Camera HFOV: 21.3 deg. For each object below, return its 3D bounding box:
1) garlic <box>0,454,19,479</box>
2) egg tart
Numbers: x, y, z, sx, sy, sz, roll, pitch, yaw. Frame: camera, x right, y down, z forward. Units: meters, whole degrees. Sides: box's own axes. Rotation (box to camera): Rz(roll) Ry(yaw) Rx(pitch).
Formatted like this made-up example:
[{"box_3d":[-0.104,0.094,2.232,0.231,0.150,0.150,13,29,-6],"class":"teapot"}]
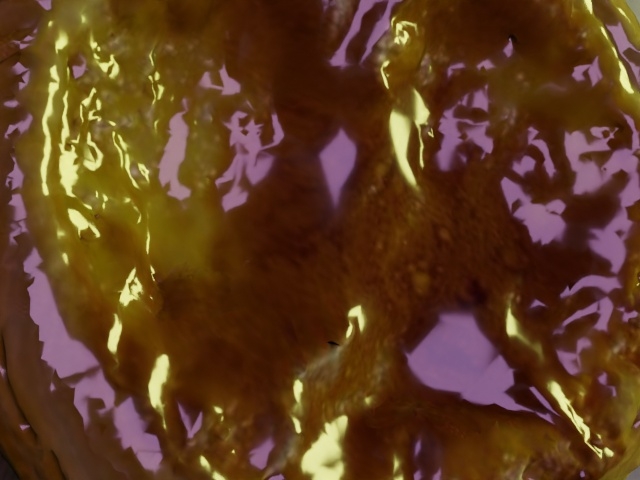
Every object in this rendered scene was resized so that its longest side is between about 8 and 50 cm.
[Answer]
[{"box_3d":[-0.195,0.092,0.865,0.115,0.128,0.206,39,60,-35],"class":"garlic"},{"box_3d":[0.000,0.000,0.899,0.443,0.178,0.443,4,83,-29],"class":"egg tart"}]
